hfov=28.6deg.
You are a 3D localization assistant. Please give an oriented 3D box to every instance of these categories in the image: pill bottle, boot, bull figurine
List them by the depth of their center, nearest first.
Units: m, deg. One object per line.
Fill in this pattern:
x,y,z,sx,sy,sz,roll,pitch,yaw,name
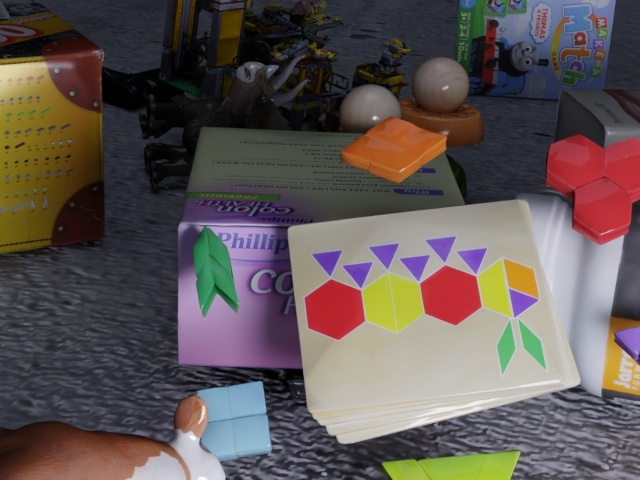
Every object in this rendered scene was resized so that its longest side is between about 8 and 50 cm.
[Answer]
-0.185,0.162,0.678,0.188,0.101,0.310,7,20,20,bull figurine
0.274,0.048,0.928,0.278,0.162,0.162,8,23,16,pill bottle
-0.247,-0.212,1.675,0.121,0.045,0.099,27,34,33,boot

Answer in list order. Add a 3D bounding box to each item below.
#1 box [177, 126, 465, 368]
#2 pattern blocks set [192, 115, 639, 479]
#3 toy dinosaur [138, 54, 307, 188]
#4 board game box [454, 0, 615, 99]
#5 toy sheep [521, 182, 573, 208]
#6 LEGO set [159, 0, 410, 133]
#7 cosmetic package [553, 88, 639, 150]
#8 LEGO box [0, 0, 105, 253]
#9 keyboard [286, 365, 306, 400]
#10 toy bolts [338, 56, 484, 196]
0.000,0.000,1.016,0.213,0.117,0.243,2,21,-3,box
0.074,0.047,0.845,0.325,0.026,0.285,1,66,2,pattern blocks set
-0.116,-0.119,1.395,0.160,0.121,0.313,-4,-1,-12,toy dinosaur
0.294,-0.278,1.744,0.211,0.160,0.039,4,23,4,board game box
0.218,-0.013,1.183,0.091,0.091,0.132,9,9,15,toy sheep
-0.044,-0.270,1.595,0.255,0.192,0.331,-12,33,-39,LEGO set
0.403,-0.080,1.305,0.296,0.129,0.153,-2,23,-9,cosmetic package
-0.499,-0.117,1.210,0.500,0.193,0.372,-9,25,-26,LEGO box
-0.006,0.079,1.006,0.108,0.023,0.180,2,21,-4,keyboard
0.046,-0.101,1.277,0.218,0.158,0.228,9,23,15,toy bolts
